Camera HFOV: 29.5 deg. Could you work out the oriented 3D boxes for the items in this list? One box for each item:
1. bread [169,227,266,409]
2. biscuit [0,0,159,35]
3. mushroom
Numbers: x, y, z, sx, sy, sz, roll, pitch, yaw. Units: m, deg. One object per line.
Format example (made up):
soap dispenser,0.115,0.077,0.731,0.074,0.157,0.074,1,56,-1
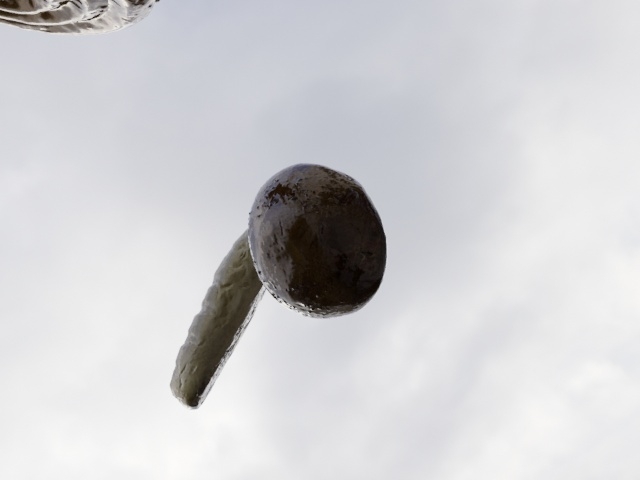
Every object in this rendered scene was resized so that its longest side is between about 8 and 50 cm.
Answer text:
bread,-0.092,0.065,1.202,0.214,0.053,0.073,-63,-9,-11
biscuit,-0.251,-0.210,0.925,0.262,0.262,0.037,23,-105,-47
mushroom,0.000,0.000,0.955,0.087,0.127,0.127,-36,-25,-52
